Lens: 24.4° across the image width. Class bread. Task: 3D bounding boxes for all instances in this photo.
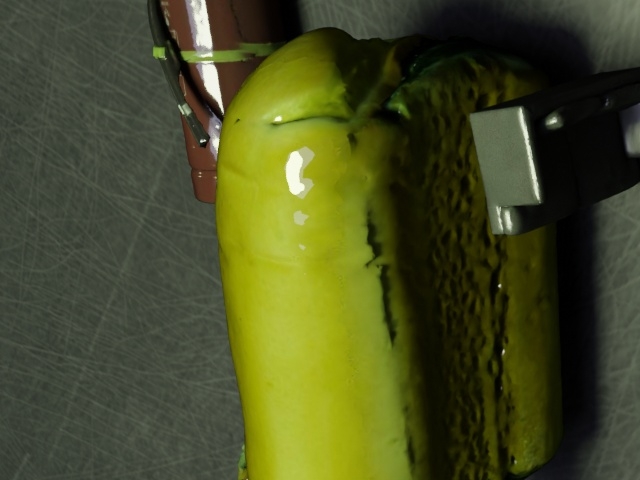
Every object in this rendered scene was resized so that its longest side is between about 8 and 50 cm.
[{"bbox_3d":[0.042,0.031,1.044,0.208,0.251,0.376,20,123,43],"label":"bread"}]

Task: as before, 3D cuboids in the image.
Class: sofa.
[{"bbox_3d":[0.169,-0.060,0.955,0.060,0.147,0.085,-1,103,46],"label":"sofa"}]

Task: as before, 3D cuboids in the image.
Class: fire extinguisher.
[{"bbox_3d":[-0.088,-0.200,1.156,0.105,0.141,0.341,-7,105,13],"label":"fire extinguisher"}]
